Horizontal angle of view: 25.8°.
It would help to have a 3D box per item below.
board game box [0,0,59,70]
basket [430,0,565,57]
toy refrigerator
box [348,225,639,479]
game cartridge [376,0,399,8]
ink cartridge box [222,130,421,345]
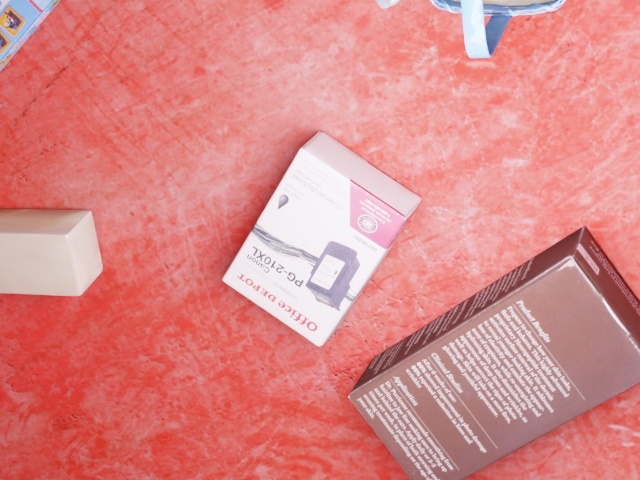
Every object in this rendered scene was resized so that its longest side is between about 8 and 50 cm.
[{"bbox_3d":[-0.474,-0.342,1.976,0.160,0.039,0.211,47,115,-3],"label":"board game box"},{"bbox_3d":[0.198,-0.363,1.610,0.201,0.289,0.255,0,112,15],"label":"basket"},{"bbox_3d":[-0.468,0.014,2.079,0.269,0.094,0.102,1,117,18],"label":"toy refrigerator"},{"bbox_3d":[0.247,0.167,1.881,0.381,0.143,0.191,-34,96,27],"label":"box"},{"bbox_3d":[0.053,-0.439,1.681,0.062,0.198,0.297,-18,105,30],"label":"game cartridge"},{"bbox_3d":[0.000,0.000,1.916,0.172,0.100,0.237,34,116,4],"label":"ink cartridge box"}]
